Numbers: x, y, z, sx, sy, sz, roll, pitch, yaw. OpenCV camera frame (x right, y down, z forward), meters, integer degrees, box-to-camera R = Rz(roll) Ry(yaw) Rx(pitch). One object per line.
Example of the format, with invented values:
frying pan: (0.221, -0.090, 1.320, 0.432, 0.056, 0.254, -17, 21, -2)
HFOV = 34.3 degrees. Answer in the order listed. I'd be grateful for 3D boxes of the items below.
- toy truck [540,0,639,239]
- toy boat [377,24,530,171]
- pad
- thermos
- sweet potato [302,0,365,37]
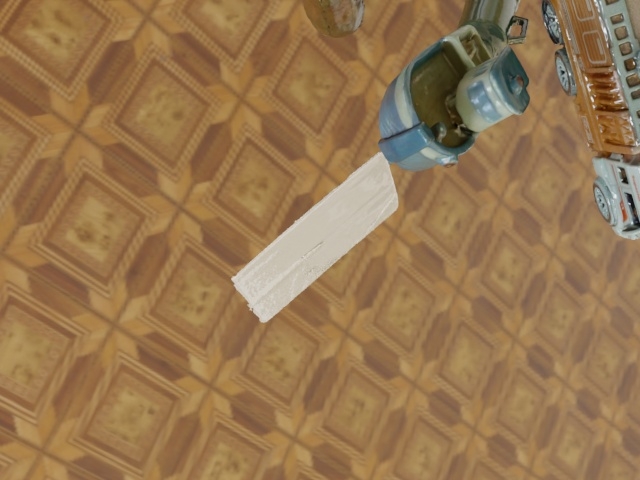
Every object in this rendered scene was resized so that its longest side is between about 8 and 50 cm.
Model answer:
toy truck: (0.332, -0.148, 1.047, 0.136, 0.162, 0.305, -19, 100, 2)
toy boat: (0.117, -0.125, 0.864, 0.088, 0.102, 0.215, 55, 38, -10)
pad: (0.000, 0.000, 1.219, 0.232, 0.004, 0.156, -41, 155, -8)
thermos: (0.215, -0.272, 1.330, 0.083, 0.073, 0.188, 30, 41, -7)
sweet potato: (0.000, -0.296, 1.121, 0.273, 0.075, 0.075, 49, 57, -72)
